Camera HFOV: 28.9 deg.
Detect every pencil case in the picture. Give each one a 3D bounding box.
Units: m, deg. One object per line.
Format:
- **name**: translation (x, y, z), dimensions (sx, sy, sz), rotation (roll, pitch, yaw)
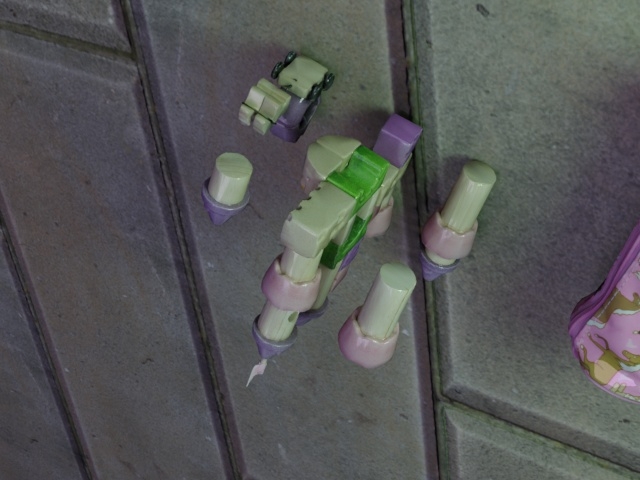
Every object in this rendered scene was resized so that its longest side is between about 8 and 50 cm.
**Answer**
- **pencil case**: translation (0.382, 0.015, 1.247), dimensions (0.167, 0.160, 0.386), rotation (40, 144, 19)

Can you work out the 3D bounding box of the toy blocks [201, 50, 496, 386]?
- **toy blocks**: translation (0.000, 0.000, 1.475), dimensions (0.309, 0.288, 0.260), rotation (32, 136, 11)
